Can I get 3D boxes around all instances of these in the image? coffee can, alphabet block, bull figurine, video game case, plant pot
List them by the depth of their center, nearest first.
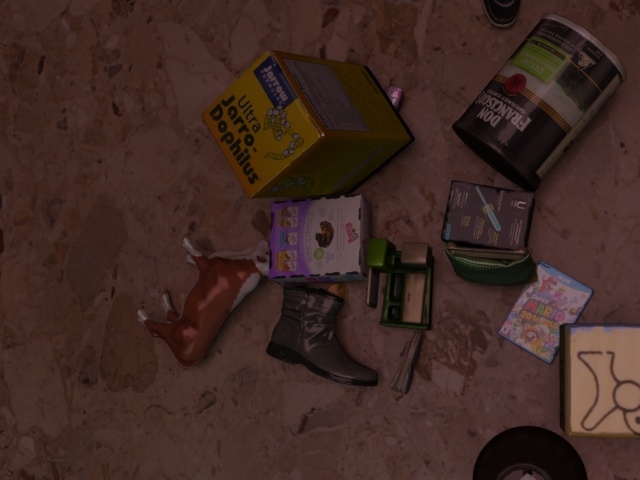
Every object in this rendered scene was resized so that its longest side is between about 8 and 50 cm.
[{"bbox_3d":[0.372,0.445,1.780,0.215,0.230,0.215,-2,81,13],"label":"plant pot"},{"bbox_3d":[0.528,0.249,1.784,0.192,0.193,0.197,1,84,12],"label":"alphabet block"},{"bbox_3d":[0.414,-0.260,1.891,0.201,0.201,0.275,40,92,16],"label":"coffee can"},{"bbox_3d":[0.434,0.138,1.922,0.119,0.015,0.166,31,90,16],"label":"video game case"},{"bbox_3d":[-0.232,0.103,2.048,0.188,0.101,0.310,34,88,20],"label":"bull figurine"}]

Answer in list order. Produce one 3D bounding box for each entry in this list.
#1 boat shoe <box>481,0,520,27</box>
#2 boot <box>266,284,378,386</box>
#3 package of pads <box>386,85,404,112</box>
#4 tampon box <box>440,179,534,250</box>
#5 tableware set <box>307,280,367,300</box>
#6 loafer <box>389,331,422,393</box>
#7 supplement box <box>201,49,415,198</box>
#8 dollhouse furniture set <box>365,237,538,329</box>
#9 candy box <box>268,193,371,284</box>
[{"bbox_3d":[0.361,-0.549,2.011,0.084,0.079,0.233,-1,83,12],"label":"boat shoe"},{"bbox_3d":[0.016,0.185,1.976,0.247,0.083,0.161,19,92,18],"label":"boot"},{"bbox_3d":[0.145,-0.270,2.035,0.032,0.050,0.083,19,86,16],"label":"package of pads"},{"bbox_3d":[0.327,-0.039,1.930,0.161,0.101,0.120,11,85,14],"label":"tampon box"},{"bbox_3d":[0.040,0.078,2.023,0.154,0.024,0.104,-6,81,12],"label":"tableware set"},{"bbox_3d":[0.167,0.238,1.959,0.039,0.045,0.125,15,88,22],"label":"loafer"},{"bbox_3d":[-0.015,-0.213,1.887,0.195,0.356,0.194,-39,73,28],"label":"supplement box"},{"bbox_3d":[0.249,0.092,1.872,0.302,0.197,0.151,4,81,18],"label":"dollhouse furniture set"},{"bbox_3d":[0.000,0.000,2.001,0.196,0.070,0.164,-4,74,20],"label":"candy box"}]
